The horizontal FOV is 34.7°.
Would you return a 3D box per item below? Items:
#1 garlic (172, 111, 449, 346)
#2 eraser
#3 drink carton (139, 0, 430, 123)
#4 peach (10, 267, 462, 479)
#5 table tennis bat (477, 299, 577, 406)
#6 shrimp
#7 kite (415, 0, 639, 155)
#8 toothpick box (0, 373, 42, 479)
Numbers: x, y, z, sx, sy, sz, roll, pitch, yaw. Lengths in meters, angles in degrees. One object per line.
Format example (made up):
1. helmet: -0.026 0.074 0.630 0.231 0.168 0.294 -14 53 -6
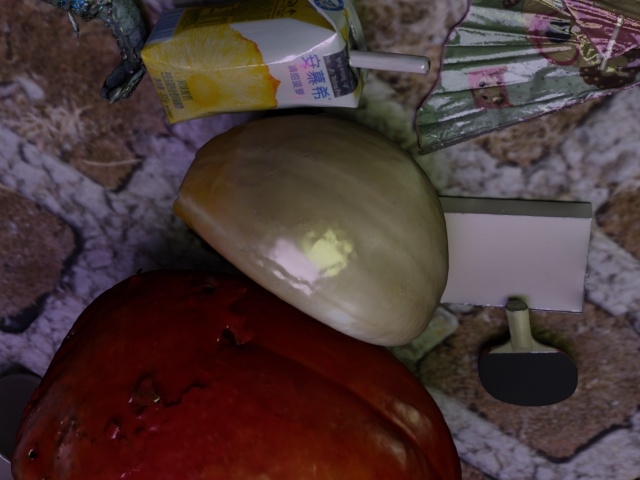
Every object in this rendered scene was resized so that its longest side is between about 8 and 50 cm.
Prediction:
1. garlic: 0.013 0.001 0.765 0.245 0.145 0.164 36 153 -32
2. eraser: 0.141 0.011 0.831 0.150 0.023 0.104 3 131 13
3. drink carton: -0.019 -0.132 0.717 0.200 0.074 0.084 -3 131 17
4. peach: -0.066 0.191 0.832 0.370 0.370 0.370 8 132 9
5. table tennis bat: 0.178 0.103 0.891 0.087 0.013 0.156 0 140 17
6. shrimp: -0.177 -0.184 0.738 0.082 0.076 0.174 27 156 52
7. kite: 0.147 -0.165 0.685 0.267 0.013 0.323 19 132 -1
8. toothpick box: -0.358 0.227 1.098 0.111 0.111 0.180 41 127 -20
